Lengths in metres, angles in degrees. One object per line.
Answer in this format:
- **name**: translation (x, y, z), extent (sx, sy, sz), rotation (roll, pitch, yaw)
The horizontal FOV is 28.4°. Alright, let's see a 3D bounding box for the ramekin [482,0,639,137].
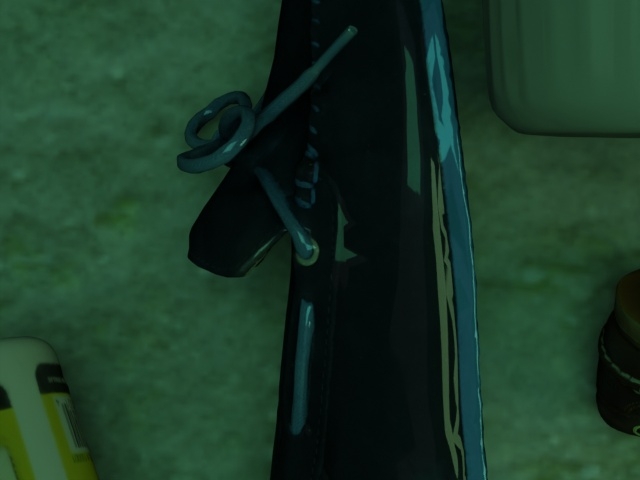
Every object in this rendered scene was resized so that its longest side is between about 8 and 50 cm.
- **ramekin**: translation (0.185, -0.102, 0.443), extent (0.277, 0.277, 0.135), rotation (1, 95, 0)

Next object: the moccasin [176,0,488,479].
- **moccasin**: translation (0.000, 0.000, 0.500), extent (0.117, 0.138, 0.342), rotation (-5, 86, 4)

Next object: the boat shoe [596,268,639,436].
- **boat shoe**: translation (0.220, 0.052, 0.535), extent (0.207, 0.073, 0.073), rotation (3, 124, 3)

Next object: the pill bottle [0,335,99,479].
- **pill bottle**: translation (-0.128, 0.153, 0.488), extent (0.119, 0.119, 0.208), rotation (-21, 80, -1)
